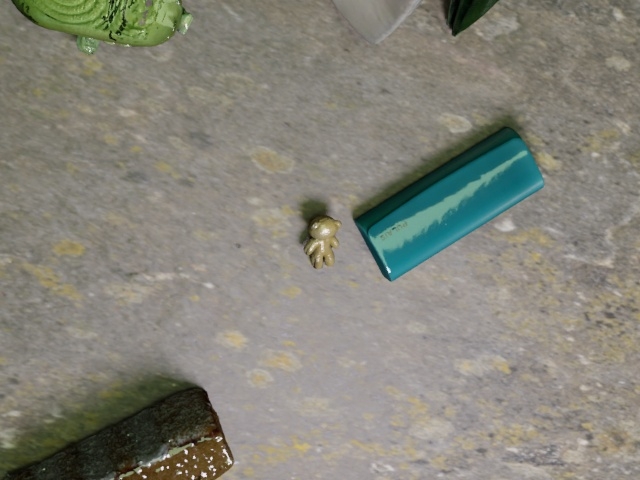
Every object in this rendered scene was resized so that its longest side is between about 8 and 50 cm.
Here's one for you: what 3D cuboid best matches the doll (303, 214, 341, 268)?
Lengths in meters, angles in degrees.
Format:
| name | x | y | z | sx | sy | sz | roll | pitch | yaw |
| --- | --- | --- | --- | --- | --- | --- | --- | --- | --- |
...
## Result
| name | x | y | z | sx | sy | sz | roll | pitch | yaw |
| --- | --- | --- | --- | --- | --- | --- | --- | --- | --- |
| doll | 0.004 | 0.004 | 1.826 | 0.061 | 0.051 | 0.093 | -13 | 108 | -20 |

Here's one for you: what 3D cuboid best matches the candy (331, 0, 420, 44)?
| name | x | y | z | sx | sy | sz | roll | pitch | yaw |
| --- | --- | --- | --- | --- | --- | --- | --- | --- | --- |
| candy | 0.133 | -0.426 | 1.601 | 0.145 | 0.358 | 0.208 | 45 | 79 | -3 |

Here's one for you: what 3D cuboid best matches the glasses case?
| name | x | y | z | sx | sy | sz | roll | pitch | yaw |
| --- | --- | --- | --- | --- | --- | --- | --- | --- | --- |
| glasses case | 0.211 | -0.058 | 1.865 | 0.301 | 0.070 | 0.117 | -32 | 109 | -6 |

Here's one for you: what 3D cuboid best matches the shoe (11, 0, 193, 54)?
| name | x | y | z | sx | sy | sz | roll | pitch | yaw |
| --- | --- | --- | --- | --- | --- | --- | --- | --- | --- |
| shoe | -0.312 | -0.335 | 1.616 | 0.262 | 0.128 | 0.140 | 17 | 89 | 9 |

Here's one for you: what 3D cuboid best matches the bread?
| name | x | y | z | sx | sy | sz | roll | pitch | yaw |
| --- | --- | --- | --- | --- | --- | --- | --- | --- | --- |
| bread | -0.336 | 0.370 | 1.756 | 0.416 | 0.165 | 0.113 | -26 | 114 | -10 |

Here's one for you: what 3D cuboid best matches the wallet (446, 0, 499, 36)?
| name | x | y | z | sx | sy | sz | roll | pitch | yaw |
| --- | --- | --- | --- | --- | --- | --- | --- | --- | --- |
| wallet | 0.262 | -0.399 | 1.719 | 0.160 | 0.236 | 0.055 | -39 | 85 | -6 |
